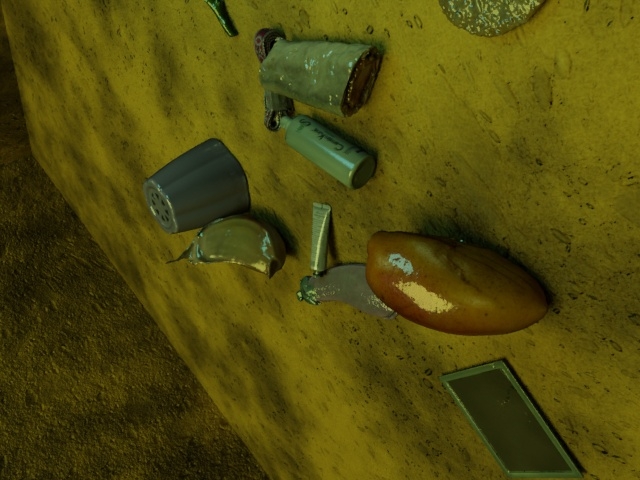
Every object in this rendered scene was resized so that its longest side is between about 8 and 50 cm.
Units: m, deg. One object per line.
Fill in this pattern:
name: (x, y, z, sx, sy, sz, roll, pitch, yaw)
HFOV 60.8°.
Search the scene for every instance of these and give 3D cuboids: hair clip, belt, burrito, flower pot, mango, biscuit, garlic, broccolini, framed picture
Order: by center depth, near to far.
biscuit: (0.246, -0.410, 0.793, 0.220, 0.033, 0.219, 31, 136, 35)
mango: (0.256, 0.089, 1.061, 0.350, 0.199, 0.201, 21, 162, 26)
burrito: (-0.002, -0.335, 1.116, 0.299, 0.105, 0.143, 26, 131, 42)
framed picture: (0.421, 0.410, 1.237, 0.293, 0.018, 0.231, 56, 147, 4)
belt: (-0.107, -0.369, 1.262, 0.053, 0.071, 0.231, 35, 138, 43)
broccolini: (-0.270, -0.587, 1.319, 0.058, 0.067, 0.216, -6, 120, 58)
hair clip: (0.074, 0.125, 1.417, 0.096, 0.110, 0.359, 37, 157, -33)
garlic: (-0.261, 0.009, 1.594, 0.339, 0.196, 0.151, 7, 132, 13)
flower pot: (-0.383, -0.141, 1.651, 0.265, 0.243, 0.265, 34, 142, 31)

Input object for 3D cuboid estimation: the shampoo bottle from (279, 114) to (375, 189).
shampoo bottle: (0.002, -0.212, 1.225, 0.262, 0.085, 0.085, 38, 142, 29)

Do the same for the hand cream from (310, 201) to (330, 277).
hand cream: (0.000, 0.000, 1.416, 0.067, 0.042, 0.194, 20, 110, 50)
